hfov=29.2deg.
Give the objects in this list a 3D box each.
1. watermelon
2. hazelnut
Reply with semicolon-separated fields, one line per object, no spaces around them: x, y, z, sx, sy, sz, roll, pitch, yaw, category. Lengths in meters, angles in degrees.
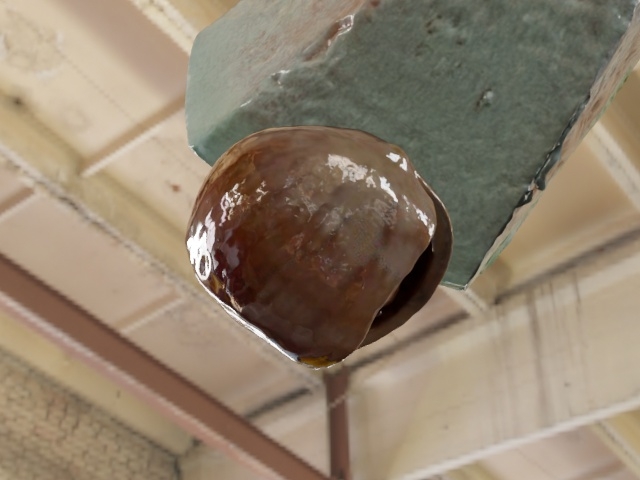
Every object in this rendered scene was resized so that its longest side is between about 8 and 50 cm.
0.096;-0.143;0.738;0.228;0.387;0.258;44;-34;10;watermelon
0.000;0.000;0.402;0.086;0.086;0.086;0;-39;0;hazelnut
